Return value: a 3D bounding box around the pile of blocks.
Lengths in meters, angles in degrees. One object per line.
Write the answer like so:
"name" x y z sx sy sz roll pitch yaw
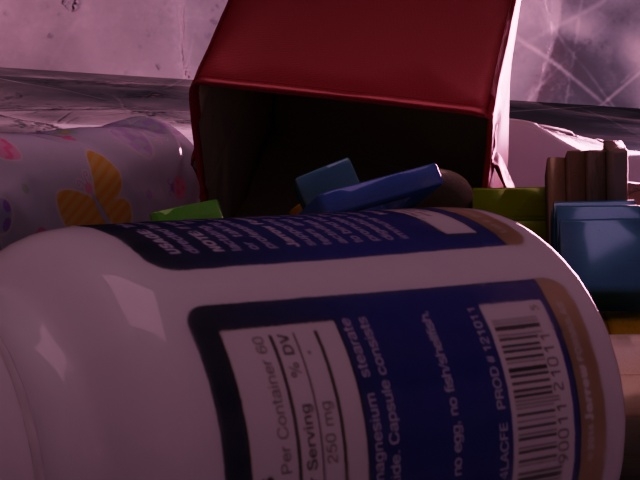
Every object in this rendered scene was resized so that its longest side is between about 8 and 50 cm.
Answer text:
"pile of blocks" 0.108 0.027 0.903 0.113 0.148 0.362 -1 8 5

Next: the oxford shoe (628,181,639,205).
"oxford shoe" 0.265 -0.002 1.059 0.364 0.132 0.130 14 55 46

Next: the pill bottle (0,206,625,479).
"pill bottle" -0.037 0.068 0.573 0.265 0.153 0.153 -3 12 -39

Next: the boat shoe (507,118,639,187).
"boat shoe" 0.205 -0.059 1.572 0.301 0.108 0.102 2 10 -31

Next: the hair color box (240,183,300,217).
"hair color box" 0.000 0.000 1.235 0.141 0.043 0.072 5 40 6

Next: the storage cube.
"storage cube" 0.032 -0.077 1.151 0.215 0.183 0.193 7 41 9

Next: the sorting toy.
"sorting toy" -0.024 0.001 0.947 0.196 0.047 0.347 -18 -9 -6

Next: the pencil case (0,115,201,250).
"pencil case" -0.195 -0.022 1.145 0.124 0.113 0.273 -1 5 32
